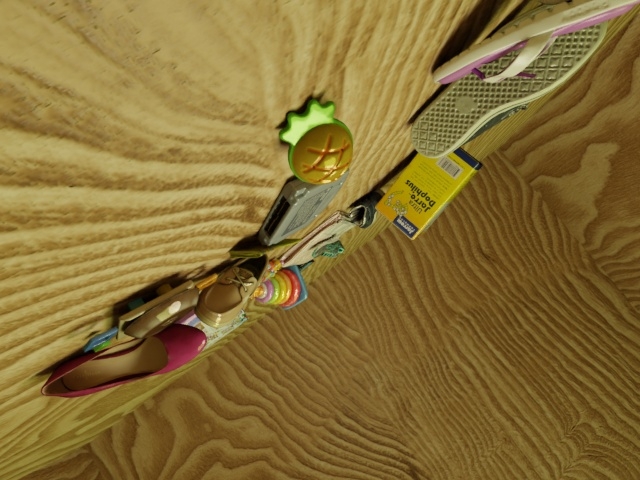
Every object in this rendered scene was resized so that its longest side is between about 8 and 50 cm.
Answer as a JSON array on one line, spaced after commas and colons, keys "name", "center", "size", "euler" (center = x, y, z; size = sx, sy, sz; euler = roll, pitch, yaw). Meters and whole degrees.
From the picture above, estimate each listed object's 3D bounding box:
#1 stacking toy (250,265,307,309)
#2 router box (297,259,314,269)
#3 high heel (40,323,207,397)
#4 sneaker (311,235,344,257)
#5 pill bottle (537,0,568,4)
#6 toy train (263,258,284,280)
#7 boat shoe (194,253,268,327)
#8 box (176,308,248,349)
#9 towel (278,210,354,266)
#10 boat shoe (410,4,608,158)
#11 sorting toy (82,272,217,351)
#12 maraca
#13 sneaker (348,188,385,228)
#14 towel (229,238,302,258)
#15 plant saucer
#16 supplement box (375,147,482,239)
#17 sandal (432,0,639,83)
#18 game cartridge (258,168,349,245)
[{"name": "stacking toy", "center": [-0.212, 0.201, 1.767], "size": [0.165, 0.175, 0.302], "euler": [-32, 162, 30]}, {"name": "router box", "center": [-0.125, 0.143, 2.061], "size": [0.179, 0.046, 0.133], "euler": [-39, 171, 17]}, {"name": "high heel", "center": [-0.478, 0.312, 1.074], "size": [0.377, 0.127, 0.181], "euler": [-20, -178, 7]}, {"name": "sneaker", "center": [0.037, 0.040, 1.723], "size": [0.166, 0.076, 0.065], "euler": [-28, 165, -40]}, {"name": "pill bottle", "center": [0.468, -0.500, 0.792], "size": [0.186, 0.112, 0.112], "euler": [-30, 169, -38]}, {"name": "toy train", "center": [-0.205, 0.111, 1.608], "size": [0.125, 0.046, 0.166], "euler": [-28, 164, -39]}, {"name": "boat shoe", "center": [-0.244, 0.122, 1.230], "size": [0.110, 0.121, 0.341], "euler": [-53, -177, 25]}, {"name": "box", "center": [-0.401, 0.281, 1.427], "size": [0.293, 0.057, 0.201], "euler": [-34, 144, -14]}, {"name": "towel", "center": [0.000, 0.000, 1.787], "size": [0.317, 0.053, 0.332], "euler": [-38, 170, 12]}, {"name": "boat shoe", "center": [0.441, -0.389, 1.075], "size": [0.500, 0.187, 0.156], "euler": [-38, 178, 43]}, {"name": "sorting toy", "center": [-0.415, 0.161, 1.060], "size": [0.347, 0.047, 0.196], "euler": [-30, 173, -37]}, {"name": "maraca", "center": [-0.004, -0.169, 0.765], "size": [0.127, 0.099, 0.186], "euler": [-34, 146, -1]}, {"name": "sneaker", "center": [0.167, -0.095, 1.755], "size": [0.163, 0.086, 0.226], "euler": [-43, 165, -35]}, {"name": "towel", "center": [-0.150, 0.021, 1.238], "size": [0.102, 0.021, 0.237], "euler": [1, -171, 26]}, {"name": "plant saucer", "center": [-0.375, 0.184, 1.050], "size": [0.198, 0.036, 0.198], "euler": [-35, 174, -4]}, {"name": "supplement box", "center": [0.407, -0.204, 1.623], "size": [0.356, 0.195, 0.194], "euler": [-53, 166, 21]}, {"name": "sandal", "center": [0.398, -0.362, 0.825], "size": [0.169, 0.102, 0.416], "euler": [-28, -168, -37]}, {"name": "game cartridge", "center": [-0.043, -0.096, 1.124], "size": [0.196, 0.060, 0.294], "euler": [-26, 167, -33]}]
